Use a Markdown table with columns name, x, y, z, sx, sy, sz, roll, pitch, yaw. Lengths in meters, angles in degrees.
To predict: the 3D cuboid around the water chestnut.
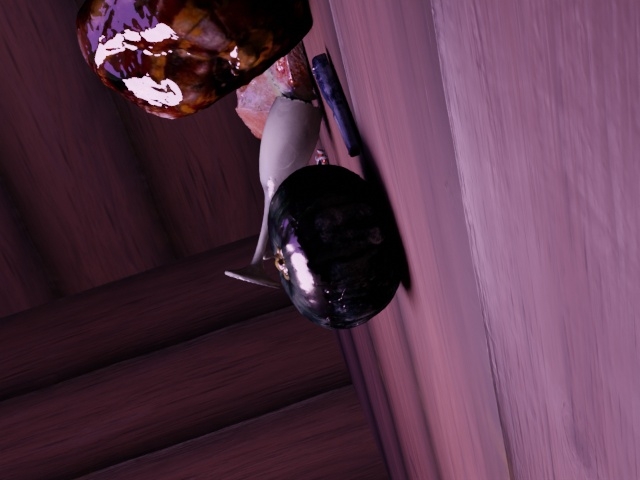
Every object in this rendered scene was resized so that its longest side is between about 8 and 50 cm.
| name | x | y | z | sx | sy | sz | roll | pitch | yaw |
| --- | --- | --- | --- | --- | --- | --- | --- | --- | --- |
| water chestnut | -0.203 | -0.361 | 1.638 | 0.347 | 0.335 | 0.335 | 54 | 173 | 12 |

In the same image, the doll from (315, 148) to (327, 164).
| name | x | y | z | sx | sy | sz | roll | pitch | yaw |
| --- | --- | --- | --- | --- | --- | --- | --- | --- | --- |
| doll | 0.005 | -0.113 | 2.099 | 0.057 | 0.039 | 0.114 | 24 | 131 | 37 |

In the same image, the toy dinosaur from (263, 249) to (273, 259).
| name | x | y | z | sx | sy | sz | roll | pitch | yaw |
| --- | --- | --- | --- | --- | --- | --- | --- | --- | --- |
| toy dinosaur | 0.000 | 0.000 | 1.877 | 0.393 | 0.092 | 0.205 | -45 | -29 | -71 |

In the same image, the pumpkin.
| name | x | y | z | sx | sy | sz | roll | pitch | yaw |
| --- | --- | --- | --- | --- | --- | --- | --- | --- | --- |
| pumpkin | 0.015 | 0.007 | 1.538 | 0.233 | 0.163 | 0.233 | 160 | 90 | -85 |

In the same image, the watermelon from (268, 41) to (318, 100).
| name | x | y | z | sx | sy | sz | roll | pitch | yaw |
| --- | --- | --- | --- | --- | --- | --- | --- | --- | --- |
| watermelon | -0.063 | -0.320 | 1.886 | 0.139 | 0.071 | 0.187 | 84 | 168 | -55 |

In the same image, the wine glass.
| name | x | y | z | sx | sy | sz | roll | pitch | yaw |
| --- | --- | --- | --- | --- | --- | --- | --- | --- | --- |
| wine glass | -0.054 | -0.076 | 1.946 | 0.264 | 0.096 | 0.309 | 16 | -91 | -76 |

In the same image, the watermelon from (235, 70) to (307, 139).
| name | x | y | z | sx | sy | sz | roll | pitch | yaw |
| --- | --- | --- | --- | --- | --- | --- | --- | --- | --- |
| watermelon | -0.059 | -0.240 | 2.092 | 0.146 | 0.128 | 0.231 | 37 | 172 | 32 |

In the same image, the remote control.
| name | x | y | z | sx | sy | sz | roll | pitch | yaw |
| --- | --- | --- | --- | --- | --- | --- | --- | --- | --- |
| remote control | 0.022 | -0.188 | 1.549 | 0.043 | 0.027 | 0.152 | 95 | 155 | -71 |
